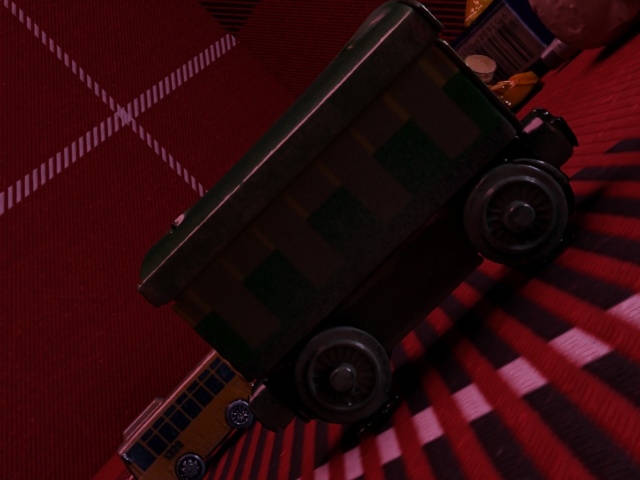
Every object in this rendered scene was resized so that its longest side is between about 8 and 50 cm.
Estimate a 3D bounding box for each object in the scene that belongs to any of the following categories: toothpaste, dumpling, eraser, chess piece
[{"bbox_3d":[0.424,-0.341,1.331,0.239,0.039,0.062,-42,19,37],"label":"toothpaste"},{"bbox_3d":[0.323,-0.334,1.120,0.147,0.193,0.258,-40,1,15],"label":"dumpling"},{"bbox_3d":[0.344,-0.358,1.553,0.101,0.155,0.332,-46,2,-33],"label":"eraser"},{"bbox_3d":[0.268,-0.245,1.606,0.060,0.060,0.172,-48,-24,-38],"label":"chess piece"}]

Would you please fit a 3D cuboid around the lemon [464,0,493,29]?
[{"bbox_3d":[0.383,-0.437,1.728,0.257,0.188,0.188,-14,-12,-25],"label":"lemon"}]

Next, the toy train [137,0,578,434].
[{"bbox_3d":[0.030,-0.008,0.635,0.301,0.202,0.120,-45,7,7],"label":"toy train"}]

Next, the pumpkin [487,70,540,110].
[{"bbox_3d":[0.200,-0.231,1.493,0.280,0.190,0.139,-44,2,23],"label":"pumpkin"}]

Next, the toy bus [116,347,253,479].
[{"bbox_3d":[-0.160,0.222,1.090,0.182,0.103,0.091,-46,2,-9],"label":"toy bus"}]
